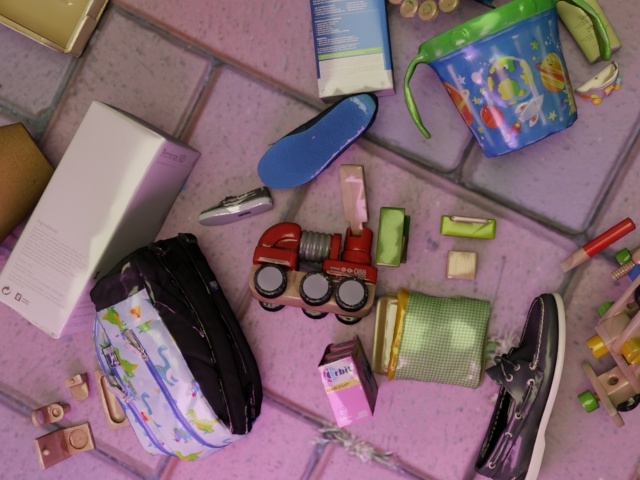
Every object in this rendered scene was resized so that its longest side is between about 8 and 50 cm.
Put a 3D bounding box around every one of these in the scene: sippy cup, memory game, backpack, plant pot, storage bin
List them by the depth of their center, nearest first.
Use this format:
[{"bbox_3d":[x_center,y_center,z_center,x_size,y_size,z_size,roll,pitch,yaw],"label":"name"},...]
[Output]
[{"bbox_3d":[0.311,-0.267,1.606,0.305,0.240,0.224,-19,98,42],"label":"sippy cup"},{"bbox_3d":[0.187,-0.459,1.629,0.186,0.012,0.186,-7,79,36],"label":"memory game"},{"bbox_3d":[-0.241,0.199,1.667,0.273,0.290,0.355,-40,90,15],"label":"backpack"},{"bbox_3d":[-0.617,-0.097,1.760,0.254,0.237,0.237,-35,84,-9],"label":"plant pot"},{"bbox_3d":[-0.517,-0.511,1.783,0.260,0.123,0.262,28,93,9],"label":"storage bin"}]

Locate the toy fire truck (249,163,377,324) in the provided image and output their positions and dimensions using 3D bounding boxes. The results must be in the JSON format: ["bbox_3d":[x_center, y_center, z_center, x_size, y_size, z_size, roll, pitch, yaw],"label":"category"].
[{"bbox_3d":[0.000,0.000,1.694,0.217,0.158,0.246,9,71,4],"label":"toy fire truck"}]

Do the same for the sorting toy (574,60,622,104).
[{"bbox_3d":[0.480,-0.267,1.641,0.083,0.075,0.045,-37,83,7],"label":"sorting toy"}]

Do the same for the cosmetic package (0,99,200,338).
[{"bbox_3d":[-0.389,-0.037,1.710,0.156,0.217,0.385,31,96,9],"label":"cosmetic package"}]

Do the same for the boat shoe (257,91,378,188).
[{"bbox_3d":[0.006,-0.169,1.706,0.258,0.089,0.109,-26,99,27],"label":"boat shoe"}]

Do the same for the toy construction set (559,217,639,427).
[{"bbox_3d":[0.486,0.153,1.580,0.237,0.257,0.309,-35,63,19],"label":"toy construction set"}]

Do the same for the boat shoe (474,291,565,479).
[{"bbox_3d":[0.328,0.248,1.632,0.113,0.127,0.340,10,100,-2],"label":"boat shoe"}]

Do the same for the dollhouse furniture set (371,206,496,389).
[{"bbox_3d":[0.191,0.103,1.640,0.197,0.151,0.301,5,90,8],"label":"dollhouse furniture set"}]

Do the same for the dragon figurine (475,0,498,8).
[{"bbox_3d":[0.269,-0.444,1.629,0.289,0.085,0.144,43,109,31],"label":"dragon figurine"}]

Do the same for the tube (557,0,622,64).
[{"bbox_3d":[0.429,-0.418,1.663,0.070,0.062,0.240,-22,80,-30],"label":"tube"}]

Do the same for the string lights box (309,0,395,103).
[{"bbox_3d":[0.054,-0.383,1.712,0.133,0.077,0.260,-5,88,9],"label":"string lights box"}]

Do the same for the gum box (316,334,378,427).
[{"bbox_3d":[0.049,0.235,1.649,0.062,0.188,0.107,-20,93,8],"label":"gum box"}]

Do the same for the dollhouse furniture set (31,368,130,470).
[{"bbox_3d":[-0.431,0.316,1.753,0.151,0.123,0.144,-17,86,8],"label":"dollhouse furniture set"}]

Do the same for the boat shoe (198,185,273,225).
[{"bbox_3d":[-0.155,-0.062,1.759,0.142,0.049,0.040,-14,68,7],"label":"boat shoe"}]
